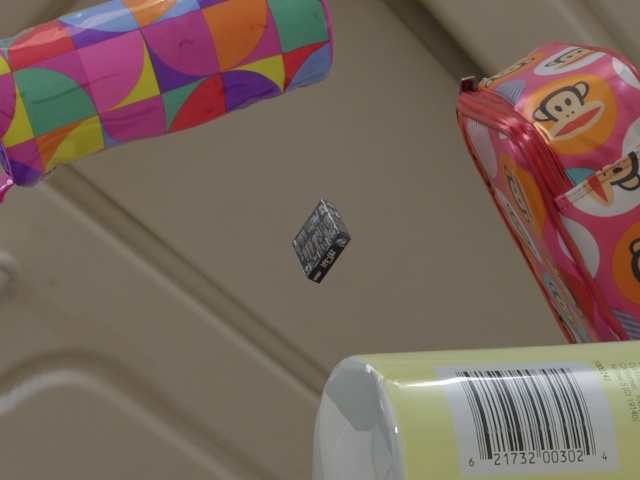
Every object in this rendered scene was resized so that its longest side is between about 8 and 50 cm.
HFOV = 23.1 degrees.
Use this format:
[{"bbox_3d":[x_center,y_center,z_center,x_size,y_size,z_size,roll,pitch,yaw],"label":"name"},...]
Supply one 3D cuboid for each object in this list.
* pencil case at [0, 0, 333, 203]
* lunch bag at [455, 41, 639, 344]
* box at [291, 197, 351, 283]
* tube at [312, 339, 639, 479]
[{"bbox_3d":[-0.110,-0.109,0.994,0.236,0.104,0.104,-21,35,-13],"label":"pencil case"},{"bbox_3d":[0.210,-0.002,1.133,0.120,0.293,0.258,-30,14,0],"label":"lunch bag"},{"bbox_3d":[0.000,0.000,1.775,0.067,0.018,0.083,-55,28,17],"label":"box"},{"bbox_3d":[0.118,0.061,0.433,0.062,0.240,0.070,-118,34,-51],"label":"tube"}]
